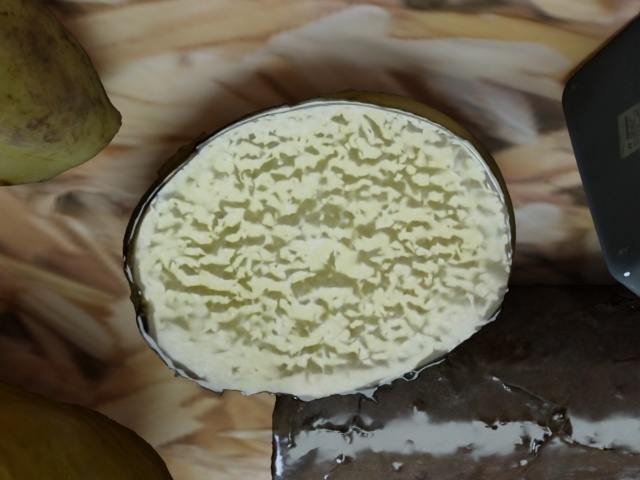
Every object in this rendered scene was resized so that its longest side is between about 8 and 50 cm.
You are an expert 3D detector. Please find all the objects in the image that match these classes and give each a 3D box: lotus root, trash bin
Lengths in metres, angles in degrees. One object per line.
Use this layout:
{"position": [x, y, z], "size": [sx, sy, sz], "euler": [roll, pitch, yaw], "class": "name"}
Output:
{"position": [-0.205, -0.097, 0.768], "size": [0.110, 0.097, 0.258], "euler": [-32, 137, 31], "class": "lotus root"}
{"position": [0.238, 0.002, 0.863], "size": [0.236, 0.177, 0.101], "euler": [33, 123, -28], "class": "trash bin"}

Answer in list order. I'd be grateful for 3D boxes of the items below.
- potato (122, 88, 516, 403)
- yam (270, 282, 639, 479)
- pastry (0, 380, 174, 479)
{"position": [0.000, 0.000, 0.888], "size": [0.200, 0.081, 0.164], "euler": [-12, 106, 4], "class": "potato"}
{"position": [0.110, 0.083, 0.962], "size": [0.279, 0.131, 0.131], "euler": [-2, 134, -2], "class": "yam"}
{"position": [-0.242, 0.188, 0.939], "size": [0.356, 0.164, 0.356], "euler": [-17, 148, -11], "class": "pastry"}
